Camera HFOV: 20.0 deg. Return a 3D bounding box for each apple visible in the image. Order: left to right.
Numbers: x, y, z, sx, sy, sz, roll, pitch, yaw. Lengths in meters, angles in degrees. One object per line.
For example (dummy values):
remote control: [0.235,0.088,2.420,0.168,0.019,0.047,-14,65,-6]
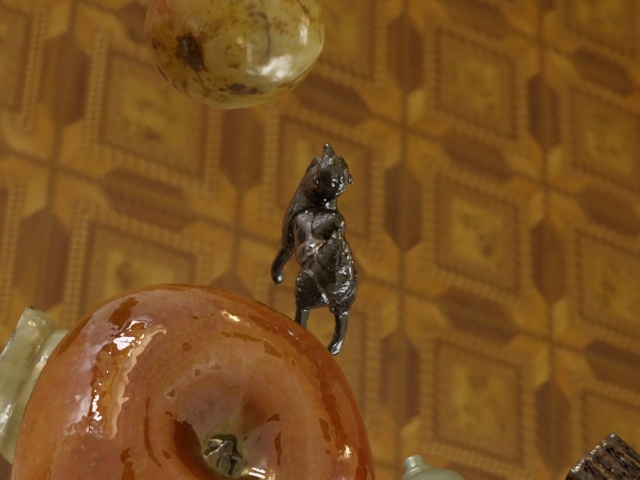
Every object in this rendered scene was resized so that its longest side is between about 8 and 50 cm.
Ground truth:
apple: [-0.084,0.163,1.222,0.251,0.206,0.272,17,60,1]

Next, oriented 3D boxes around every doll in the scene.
doll: [0.000,0.000,1.581,0.057,0.165,0.139,2,41,-15]

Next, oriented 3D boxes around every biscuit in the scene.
biscuit: [0.302,0.298,1.853,0.070,0.252,0.106,-39,65,-19]

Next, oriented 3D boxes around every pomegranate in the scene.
pomegranate: [-0.097,-0.265,2.167,0.215,0.215,0.215,18,56,-29]

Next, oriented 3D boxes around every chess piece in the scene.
chess piece: [-0.175,0.171,1.634,0.261,0.143,0.143,23,51,0]

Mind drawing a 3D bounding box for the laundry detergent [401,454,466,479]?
laundry detergent: [0.143,0.344,1.963,0.091,0.181,0.253,-20,54,-4]
